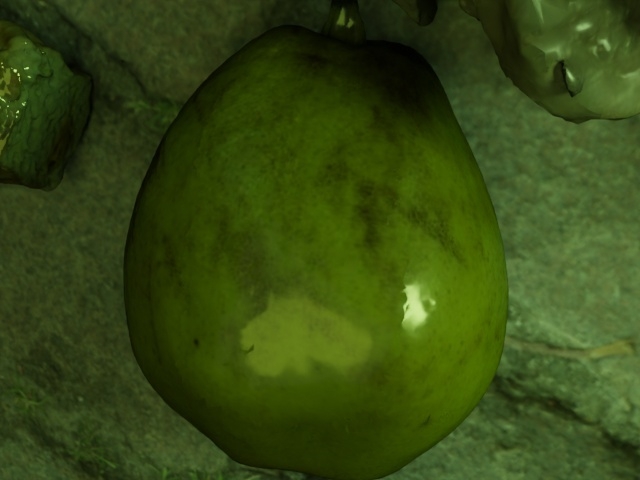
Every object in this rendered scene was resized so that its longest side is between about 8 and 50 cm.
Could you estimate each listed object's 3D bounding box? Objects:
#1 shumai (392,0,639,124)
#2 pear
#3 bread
[{"bbox_3d":[0.146,-0.238,0.614,0.314,0.262,0.267,-49,122,-10],"label":"shumai"},{"bbox_3d":[0.000,0.000,0.705,0.287,0.287,0.375,8,100,16],"label":"pear"},{"bbox_3d":[-0.348,-0.146,0.838,0.267,0.130,0.152,22,127,9],"label":"bread"}]
